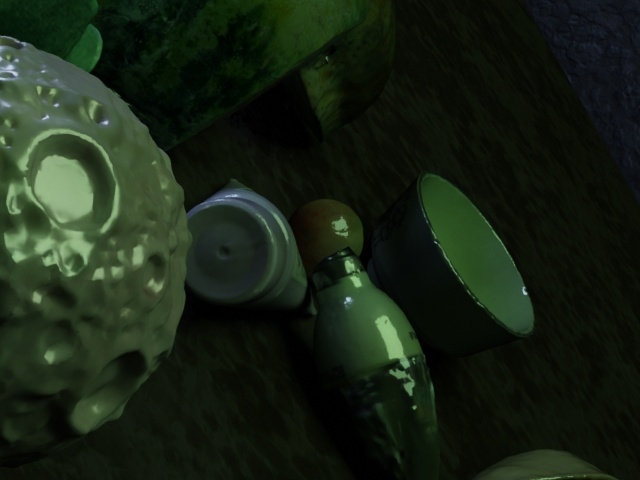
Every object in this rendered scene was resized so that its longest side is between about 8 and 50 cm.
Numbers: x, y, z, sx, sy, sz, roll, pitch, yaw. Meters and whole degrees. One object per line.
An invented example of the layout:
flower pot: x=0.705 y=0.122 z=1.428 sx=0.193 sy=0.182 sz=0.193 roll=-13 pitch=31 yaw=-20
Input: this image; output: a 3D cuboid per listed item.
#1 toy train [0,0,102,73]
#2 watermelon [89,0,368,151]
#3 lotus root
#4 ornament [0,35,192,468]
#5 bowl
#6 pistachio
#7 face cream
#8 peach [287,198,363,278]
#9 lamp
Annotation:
toy train: x=-0.295 y=-0.233 z=1.159 sx=0.253 sy=0.160 sz=0.397 roll=22 pitch=-18 yaw=34
watermelon: x=-0.116 y=-0.213 z=1.725 sx=0.310 sy=0.232 sz=0.193 roll=-34 pitch=93 yaw=-25
lotus root: x=-0.019 y=-0.268 z=1.926 sx=0.267 sy=0.149 sz=0.260 roll=55 pitch=-7 yaw=7
ornament: x=-0.197 y=0.008 z=1.076 sx=0.225 sy=0.259 sz=0.259 roll=7 pitch=53 yaw=-62
bowl: x=0.125 y=0.039 z=1.973 sx=0.211 sy=0.112 sz=0.211 roll=47 pitch=22 yaw=-26
pistachio: x=0.204 y=0.264 z=1.773 sx=0.223 sy=0.152 sz=0.126 roll=-3 pitch=63 yaw=-45
face cream: x=-0.062 y=0.006 z=1.654 sx=0.154 sy=0.096 sz=0.274 roll=56 pitch=7 yaw=5
peach: x=0.001 y=-0.002 z=1.800 sx=0.083 sy=0.083 sz=0.083 roll=46 pitch=22 yaw=-26
lamp: x=0.051 y=0.128 z=1.680 sx=0.101 sy=0.101 sz=0.250 roll=-8 pitch=75 yaw=-68
